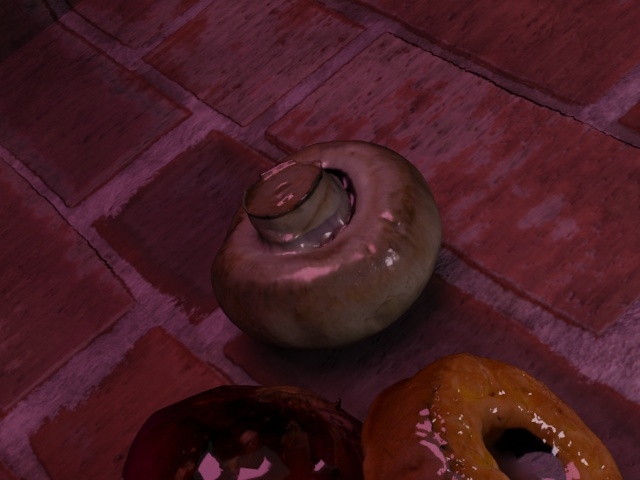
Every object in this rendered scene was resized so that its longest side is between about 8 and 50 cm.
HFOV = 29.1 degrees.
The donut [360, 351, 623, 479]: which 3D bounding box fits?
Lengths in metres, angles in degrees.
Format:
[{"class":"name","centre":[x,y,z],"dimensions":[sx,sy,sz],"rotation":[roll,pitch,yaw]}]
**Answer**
[{"class":"donut","centre":[0.199,0.277,1.395],"dimensions":[0.150,0.317,0.299],"rotation":[-45,43,40]}]

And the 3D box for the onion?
[{"class":"onion","centre":[-0.080,0.366,1.487],"dimensions":[0.348,0.348,0.385],"rotation":[12,90,36]}]

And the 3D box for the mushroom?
[{"class":"mushroom","centre":[0.000,0.000,1.800],"dimensions":[0.352,0.260,0.352],"rotation":[-18,39,15]}]
